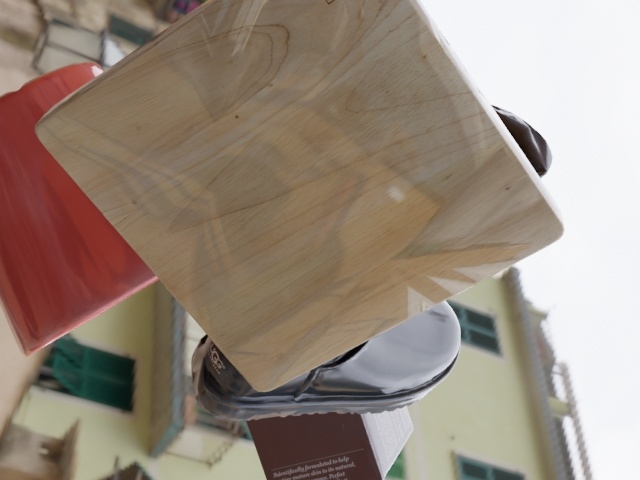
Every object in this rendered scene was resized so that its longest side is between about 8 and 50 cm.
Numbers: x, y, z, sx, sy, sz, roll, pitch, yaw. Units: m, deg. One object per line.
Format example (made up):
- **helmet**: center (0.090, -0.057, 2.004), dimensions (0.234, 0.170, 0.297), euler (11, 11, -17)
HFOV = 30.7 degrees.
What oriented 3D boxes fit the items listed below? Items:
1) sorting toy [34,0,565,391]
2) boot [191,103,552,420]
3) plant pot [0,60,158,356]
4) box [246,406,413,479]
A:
- **sorting toy**: center (-0.009, -0.059, 0.801), dimensions (0.257, 0.255, 0.089), euler (-29, -157, 21)
- **boot**: center (0.094, 0.020, 1.219), dimensions (0.146, 0.367, 0.445), euler (60, -40, 26)
- **plant pot**: center (-0.267, -0.043, 1.271), dimensions (0.275, 0.243, 0.275), euler (-31, -178, 1)
- **box**: center (0.012, 0.243, 1.649), dimensions (0.168, 0.167, 0.203), euler (-16, -173, 19)
